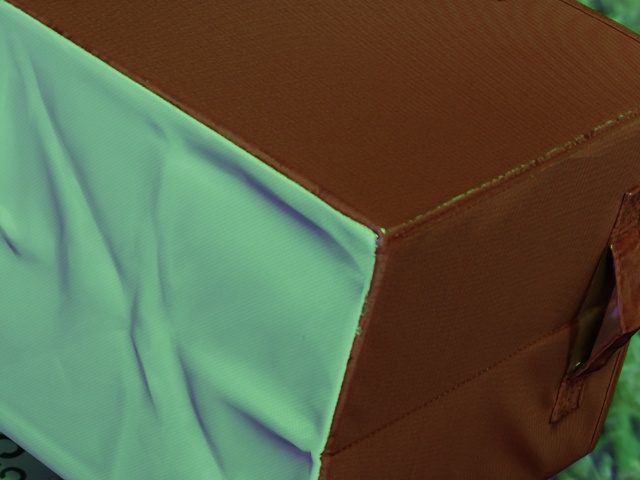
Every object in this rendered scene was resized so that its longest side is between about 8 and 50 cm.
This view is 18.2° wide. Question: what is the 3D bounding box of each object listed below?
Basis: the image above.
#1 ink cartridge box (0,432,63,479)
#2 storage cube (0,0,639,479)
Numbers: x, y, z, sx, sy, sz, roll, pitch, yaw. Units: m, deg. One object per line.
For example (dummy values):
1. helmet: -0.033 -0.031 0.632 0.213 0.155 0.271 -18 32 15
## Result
1. ink cartridge box: -0.162 0.103 0.921 0.306 0.226 0.131 26 125 31
2. storage cube: 0.000 0.000 0.749 0.215 0.193 0.184 34 128 29
